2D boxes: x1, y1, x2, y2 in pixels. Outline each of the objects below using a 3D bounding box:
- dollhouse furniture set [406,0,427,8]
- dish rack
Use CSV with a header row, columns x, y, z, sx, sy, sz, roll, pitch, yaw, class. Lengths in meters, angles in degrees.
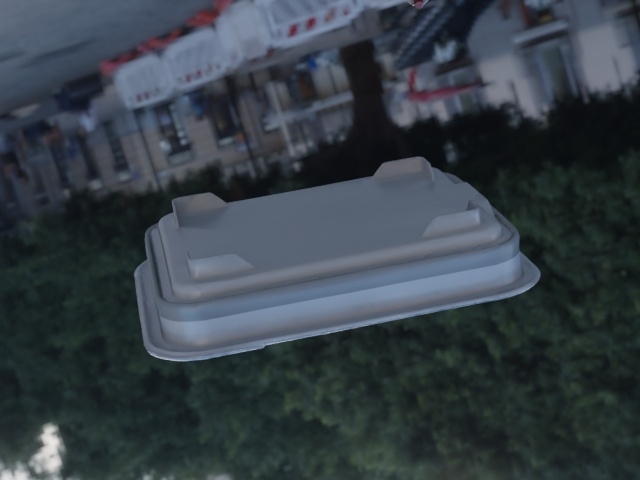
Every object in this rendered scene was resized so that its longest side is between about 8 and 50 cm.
x,y,z,sx,sy,sz,roll,pitch,yaw,class
0.034,-0.266,0.819,0.129,0.184,0.129,-41,-145,32,dollhouse furniture set
0.000,0.000,1.145,0.333,0.072,0.285,-10,-163,-8,dish rack
